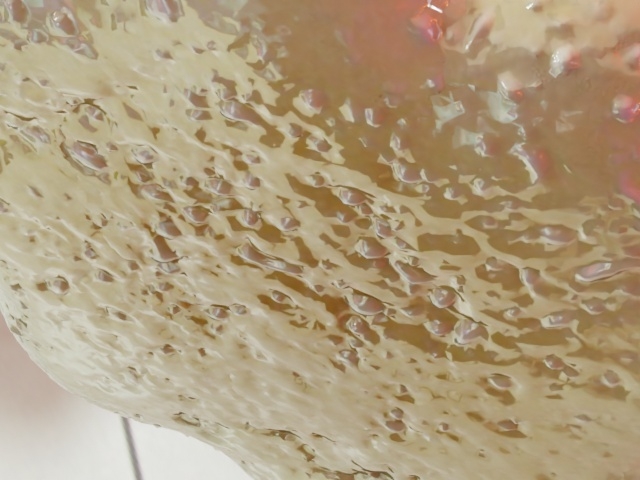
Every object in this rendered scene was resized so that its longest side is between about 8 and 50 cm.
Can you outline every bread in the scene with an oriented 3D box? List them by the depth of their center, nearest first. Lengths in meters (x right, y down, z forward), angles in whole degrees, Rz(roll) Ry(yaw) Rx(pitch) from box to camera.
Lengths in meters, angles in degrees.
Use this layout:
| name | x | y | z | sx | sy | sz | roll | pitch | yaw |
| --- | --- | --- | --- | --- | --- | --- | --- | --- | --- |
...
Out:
| name | x | y | z | sx | sy | sz | roll | pitch | yaw |
| --- | --- | --- | --- | --- | --- | --- | --- | --- | --- |
| bread | 0.000 | 0.000 | 0.570 | 0.316 | 0.316 | 0.054 | 16 | 58 | 15 |
